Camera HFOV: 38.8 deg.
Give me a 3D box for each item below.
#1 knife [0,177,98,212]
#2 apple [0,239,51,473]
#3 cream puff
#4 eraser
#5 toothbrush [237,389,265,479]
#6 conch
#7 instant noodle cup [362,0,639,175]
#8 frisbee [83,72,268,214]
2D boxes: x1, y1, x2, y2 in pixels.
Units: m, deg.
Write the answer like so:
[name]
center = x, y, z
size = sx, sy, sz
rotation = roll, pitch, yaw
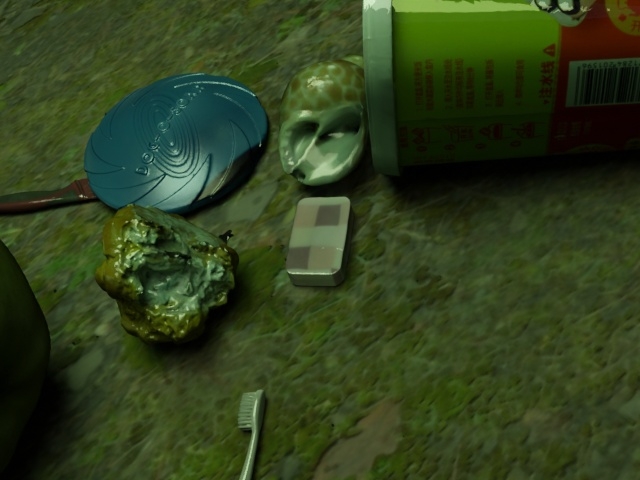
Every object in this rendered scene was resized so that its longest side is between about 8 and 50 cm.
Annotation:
[knife]
center = -0.312, -0.061, 1.153
size = 0.247, 0.018, 0.035
rotation = -8, 50, 8
[apple]
center = -0.446, 0.094, 0.874
size = 0.357, 0.357, 0.357
rotation = -8, 53, 11
[cream puff]
center = -0.172, 0.038, 0.967
size = 0.156, 0.156, 0.121
rotation = -49, 25, -19
[eraser]
center = 0.000, 0.000, 1.005
size = 0.065, 0.026, 0.105
rotation = 1, 55, 15
[toothbrush]
center = -0.080, 0.264, 0.840
size = 0.025, 0.019, 0.275
rotation = -7, 53, 19
[conch]
center = 0.009, -0.142, 1.058
size = 0.116, 0.106, 0.173
rotation = -5, 78, 26
[instant noodle cup]
center = 0.213, -0.211, 0.962
size = 0.308, 0.294, 0.294
rotation = 2, 55, 9
[frisbee]
center = -0.186, -0.132, 1.140
size = 0.242, 0.045, 0.242
rotation = -7, 53, 9
